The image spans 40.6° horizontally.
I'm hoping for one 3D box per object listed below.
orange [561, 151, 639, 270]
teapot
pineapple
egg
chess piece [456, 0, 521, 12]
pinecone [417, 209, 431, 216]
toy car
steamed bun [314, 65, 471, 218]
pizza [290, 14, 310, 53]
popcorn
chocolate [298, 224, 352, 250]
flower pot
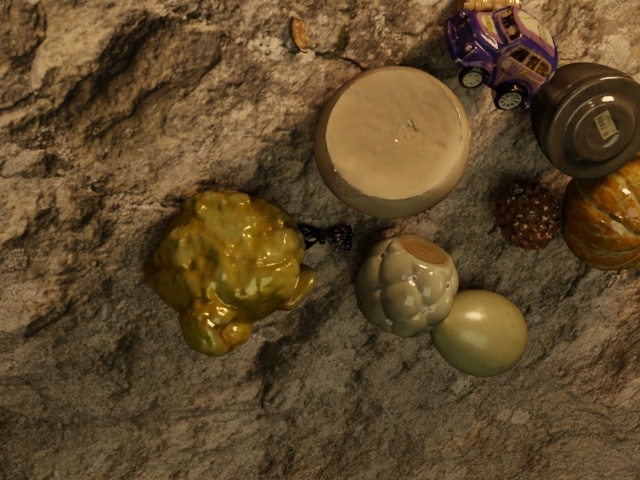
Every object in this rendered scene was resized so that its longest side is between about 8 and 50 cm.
[{"bbox_3d":[0.719,-0.080,2.049,0.329,0.249,0.329,-17,134,-19],"label":"orange"},{"bbox_3d":[0.607,-0.297,1.897,0.322,0.239,0.239,-15,125,-3],"label":"teapot"},{"bbox_3d":[0.487,-0.071,2.047,0.166,0.166,0.193,-32,129,4],"label":"pineapple"},{"bbox_3d":[0.389,0.226,2.162,0.295,0.218,0.218,25,111,-41],"label":"egg"},{"bbox_3d":[0.347,-0.492,1.796,0.122,0.066,0.066,4,120,-15],"label":"chess piece"},{"bbox_3d":[0.208,-0.123,1.944,0.140,0.140,0.120,30,99,-31],"label":"pinecone"},{"bbox_3d":[0.370,-0.393,1.767,0.235,0.172,0.158,20,137,-30],"label":"toy car"},{"bbox_3d":[0.148,-0.200,1.791,0.324,0.206,0.324,0,84,2],"label":"steamed bun"},{"bbox_3d":[-0.042,-0.416,1.747,0.037,0.016,0.083,-21,122,-3],"label":"pizza"},{"bbox_3d":[-0.192,0.054,1.834,0.334,0.292,0.293,-42,119,5],"label":"popcorn"},{"bbox_3d":[0.000,-0.004,1.995,0.147,0.070,0.072,-6,95,-15],"label":"chocolate"},{"bbox_3d":[0.203,0.101,2.021,0.246,0.246,0.195,12,118,-24],"label":"flower pot"}]
